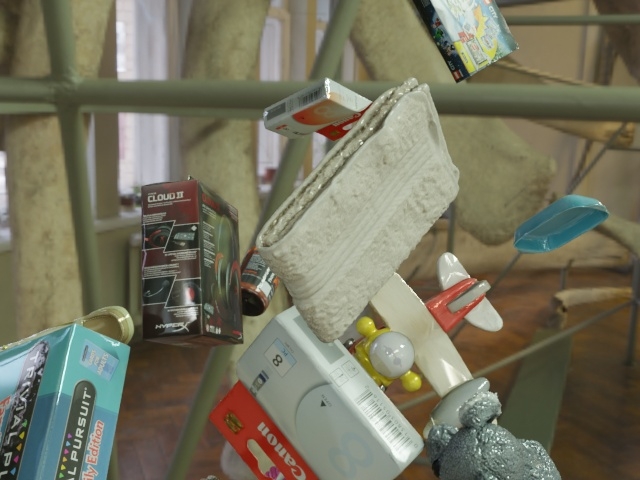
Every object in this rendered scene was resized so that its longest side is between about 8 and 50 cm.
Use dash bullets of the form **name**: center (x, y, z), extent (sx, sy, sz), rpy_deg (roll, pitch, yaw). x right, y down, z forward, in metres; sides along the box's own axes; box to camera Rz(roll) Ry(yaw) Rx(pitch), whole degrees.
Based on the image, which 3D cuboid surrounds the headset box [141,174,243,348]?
- **headset box**: center (-0.223, 0.035, 1.333), extent (0.110, 0.293, 0.218), rpy_deg (-6, -14, 11)

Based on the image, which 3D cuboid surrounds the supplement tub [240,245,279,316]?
- **supplement tub**: center (-0.148, 0.082, 1.829), extent (0.106, 0.106, 0.198), rpy_deg (5, 43, 18)

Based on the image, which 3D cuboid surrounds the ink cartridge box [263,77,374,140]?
- **ink cartridge box**: center (0.015, -0.202, 1.283), extent (0.145, 0.045, 0.179), rpy_deg (-18, -26, 39)

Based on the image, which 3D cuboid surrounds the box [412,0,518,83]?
- **box**: center (0.271, -0.440, 1.462), extent (0.159, 0.233, 0.044), rpy_deg (-33, 7, -32)

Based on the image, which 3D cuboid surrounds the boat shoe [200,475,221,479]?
- **boat shoe**: center (-0.198, 0.467, 1.414), extent (0.040, 0.049, 0.142), rpy_deg (5, -16, 3)

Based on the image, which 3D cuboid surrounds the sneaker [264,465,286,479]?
- **sneaker**: center (-0.002, 0.542, 1.757), extent (0.252, 0.111, 0.103), rpy_deg (-25, 32, 2)

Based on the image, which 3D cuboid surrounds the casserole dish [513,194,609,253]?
- **casserole dish**: center (0.431, -0.031, 1.372), extent (0.114, 0.037, 0.188), rpy_deg (8, -30, -31)

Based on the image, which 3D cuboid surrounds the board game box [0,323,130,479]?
- **board game box**: center (-0.361, 0.252, 0.800), extent (0.336, 0.254, 0.079), rpy_deg (-21, -38, 32)

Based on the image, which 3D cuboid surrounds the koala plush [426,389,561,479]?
- **koala plush**: center (0.239, 0.325, 1.078), extent (0.203, 0.221, 0.196), rpy_deg (-7, 52, 14)

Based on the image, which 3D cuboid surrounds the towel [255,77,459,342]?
- **towel**: center (0.057, -0.033, 0.857), extent (0.049, 0.187, 0.282), rpy_deg (22, 63, 41)

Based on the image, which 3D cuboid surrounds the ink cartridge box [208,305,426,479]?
- **ink cartridge box**: center (-0.046, 0.336, 1.293), extent (0.308, 0.385, 0.091), rpy_deg (48, 36, 13)

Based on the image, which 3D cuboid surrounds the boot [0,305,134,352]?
- **boot**: center (-0.402, 0.166, 1.136), extent (0.213, 0.077, 0.165), rpy_deg (-22, -4, 23)

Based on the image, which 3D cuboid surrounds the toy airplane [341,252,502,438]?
- **toy airplane**: center (0.177, 0.196, 1.495), extent (0.386, 0.384, 0.272), rpy_deg (10, 6, 13)
